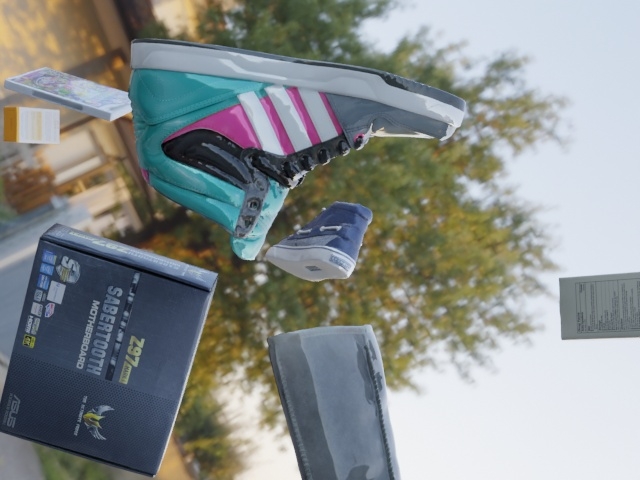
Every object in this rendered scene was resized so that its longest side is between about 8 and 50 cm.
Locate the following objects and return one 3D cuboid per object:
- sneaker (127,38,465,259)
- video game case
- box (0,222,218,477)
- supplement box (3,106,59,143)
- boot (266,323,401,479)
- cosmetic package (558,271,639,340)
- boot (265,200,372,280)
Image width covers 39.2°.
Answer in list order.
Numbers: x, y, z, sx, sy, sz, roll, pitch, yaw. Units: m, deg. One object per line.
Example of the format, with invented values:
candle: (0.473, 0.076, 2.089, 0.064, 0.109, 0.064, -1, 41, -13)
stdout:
sneaker: (-0.029, -0.069, 0.792, 0.124, 0.295, 0.179, -90, -171, -82)
video game case: (-0.261, -0.158, 0.962, 0.087, 0.122, 0.011, -56, 163, -67)
box: (-0.228, 0.119, 0.953, 0.059, 0.183, 0.233, -85, -166, -73)
supplement box: (-0.507, -0.202, 1.578, 0.036, 0.098, 0.062, 5, -85, 31)
boot: (0.041, 0.163, 0.621, 0.189, 0.076, 0.209, 18, 51, -59)
cosmetic package: (0.273, 0.059, 0.795, 0.115, 0.041, 0.060, -5, -101, 37)
boot: (0.000, 0.000, 1.138, 0.069, 0.086, 0.190, 34, -16, -26)
